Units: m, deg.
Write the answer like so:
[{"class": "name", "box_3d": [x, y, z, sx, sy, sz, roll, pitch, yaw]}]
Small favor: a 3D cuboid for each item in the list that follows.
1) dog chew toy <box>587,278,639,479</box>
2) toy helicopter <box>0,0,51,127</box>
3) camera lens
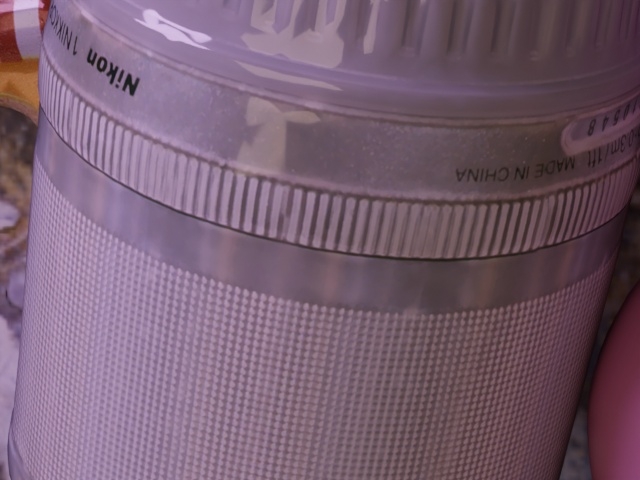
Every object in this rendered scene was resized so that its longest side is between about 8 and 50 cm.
[{"class": "dog chew toy", "box_3d": [0.210, -0.010, 0.599, 0.207, 0.207, 0.331, 7, 93, 22]}, {"class": "toy helicopter", "box_3d": [-0.110, -0.103, 0.773, 0.235, 0.140, 0.355, -33, 96, 16]}, {"class": "camera lens", "box_3d": [0.000, 0.000, 0.625, 0.219, 0.219, 0.274, 20, 118, 19]}]
